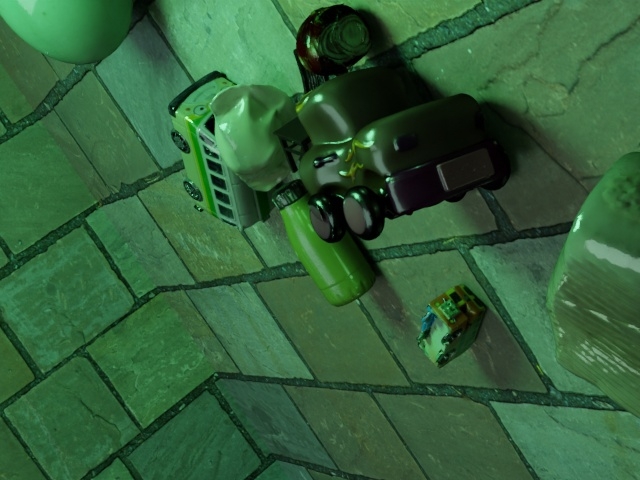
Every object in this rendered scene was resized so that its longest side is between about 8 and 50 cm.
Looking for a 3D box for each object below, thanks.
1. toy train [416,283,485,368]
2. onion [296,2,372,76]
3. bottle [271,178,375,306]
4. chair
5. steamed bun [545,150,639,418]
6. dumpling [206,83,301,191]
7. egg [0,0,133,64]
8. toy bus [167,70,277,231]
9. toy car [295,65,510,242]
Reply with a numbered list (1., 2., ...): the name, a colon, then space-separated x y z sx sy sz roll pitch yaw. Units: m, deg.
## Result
1. toy train: 0.231 0.156 1.987 0.072 0.099 0.188 46 157 22
2. onion: 0.018 -0.305 1.701 0.118 0.117 0.119 163 90 -76
3. bottle: 0.000 0.000 2.177 0.260 0.112 0.112 57 157 -10
4. chair: -0.029 -0.221 1.927 0.084 0.101 0.213 24 145 48
5. steamed bun: 0.421 0.043 1.306 0.247 0.236 0.383 29 155 26
6. dumpling: -0.111 -0.194 2.047 0.126 0.166 0.216 -99 -12 -77
7. egg: -0.526 -0.532 2.188 0.276 0.276 0.389 14 138 56
8. toy bus: -0.189 -0.172 2.247 0.179 0.143 0.305 34 151 31
9. toy car: 0.104 -0.144 1.629 0.340 0.271 0.240 -11 98 62
